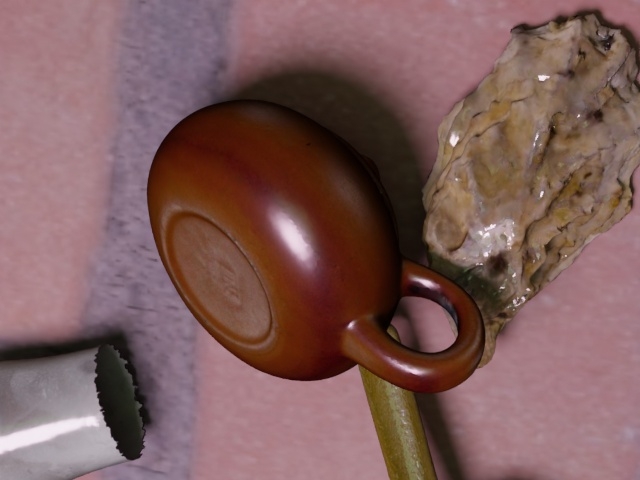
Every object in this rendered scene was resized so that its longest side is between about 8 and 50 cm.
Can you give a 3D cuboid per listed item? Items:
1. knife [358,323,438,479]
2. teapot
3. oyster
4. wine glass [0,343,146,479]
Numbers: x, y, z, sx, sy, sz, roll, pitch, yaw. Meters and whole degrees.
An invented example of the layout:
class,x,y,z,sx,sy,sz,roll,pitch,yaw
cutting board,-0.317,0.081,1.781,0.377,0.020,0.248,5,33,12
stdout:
class,x,y,z,sx,sy,sz,roll,pitch,yaw
knife,0.085,0.211,0.949,0.061,0.027,0.343,-16,80,11
teapot,0.000,0.000,0.939,0.252,0.178,0.135,35,59,27
oyster,0.123,-0.039,0.963,0.133,0.072,0.209,44,98,-3
wine glass,-0.217,0.127,1.012,0.202,0.093,0.093,-14,95,9
